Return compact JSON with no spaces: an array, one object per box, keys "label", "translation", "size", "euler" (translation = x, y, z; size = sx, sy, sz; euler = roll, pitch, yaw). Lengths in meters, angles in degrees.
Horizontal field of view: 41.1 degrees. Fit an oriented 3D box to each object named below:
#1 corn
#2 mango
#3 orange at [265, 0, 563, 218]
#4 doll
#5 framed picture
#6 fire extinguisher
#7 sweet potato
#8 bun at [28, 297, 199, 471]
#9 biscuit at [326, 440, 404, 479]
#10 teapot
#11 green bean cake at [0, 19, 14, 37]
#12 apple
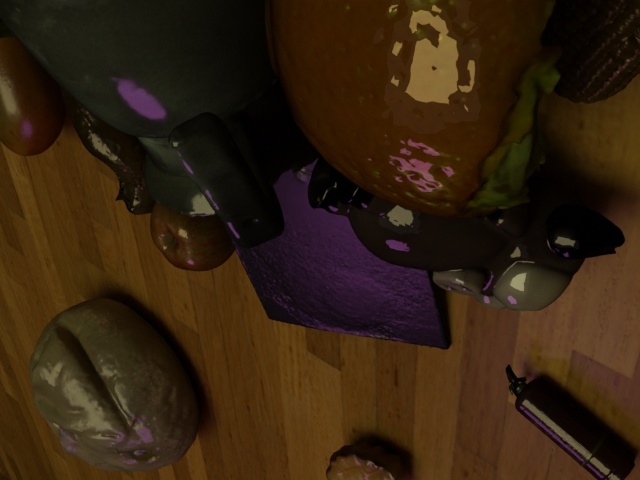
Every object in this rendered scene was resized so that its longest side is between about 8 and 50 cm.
[{"label":"corn","translation":[0.229,-0.179,0.567],"size":[0.080,0.080,0.231],"euler":[47,143,8]},{"label":"mango","translation":[-0.447,-0.243,1.258],"size":[0.139,0.113,0.253],"euler":[21,128,43]},{"label":"orange","translation":[0.070,-0.163,0.554],"size":[0.196,0.334,0.262],"euler":[13,119,12]},{"label":"doll","translation":[0.124,-0.018,0.727],"size":[0.257,0.117,0.182],"euler":[23,172,-23]},{"label":"framed picture","translation":[0.000,0.000,0.931],"size":[0.244,0.013,0.323],"euler":[6,137,26]},{"label":"fire extinguisher","translation":[0.252,0.192,0.898],"size":[0.157,0.045,0.078],"euler":[40,165,16]},{"label":"sweet potato","translation":[-0.304,-0.160,1.186],"size":[0.285,0.085,0.112],"euler":[56,150,-4]},{"label":"bun","translation":[-0.395,0.284,1.569],"size":[0.365,0.219,0.365],"euler":[28,140,26]},{"label":"biscuit","translation":[0.067,0.342,1.225],"size":[0.118,0.061,0.183],"euler":[40,141,20]},{"label":"teapot","translation":[-0.076,-0.136,0.644],"size":[0.305,0.223,0.285],"euler":[28,152,45]},{"label":"green bean cake","translation":[-0.283,-0.354,0.794],"size":[0.218,0.335,0.319],"euler":[46,148,26]},{"label":"apple","translation":[-0.170,-0.018,1.143],"size":[0.126,0.102,0.126],"euler":[30,140,30]}]
